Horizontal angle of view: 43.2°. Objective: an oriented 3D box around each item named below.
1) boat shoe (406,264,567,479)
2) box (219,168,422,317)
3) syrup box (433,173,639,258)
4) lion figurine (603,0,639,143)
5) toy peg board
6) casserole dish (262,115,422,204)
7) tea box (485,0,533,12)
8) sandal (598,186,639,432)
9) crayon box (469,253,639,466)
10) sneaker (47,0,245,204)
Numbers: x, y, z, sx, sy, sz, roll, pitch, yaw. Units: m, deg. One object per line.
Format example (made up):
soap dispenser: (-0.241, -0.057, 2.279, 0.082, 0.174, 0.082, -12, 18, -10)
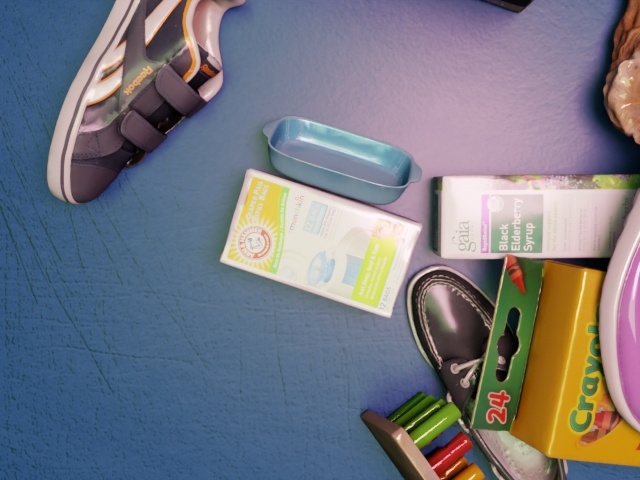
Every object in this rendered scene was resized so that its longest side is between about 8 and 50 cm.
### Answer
boat shoe: (0.199, 0.166, 0.940, 0.114, 0.091, 0.302, -33, 92, 4)
box: (0.000, 0.000, 0.930, 0.203, 0.103, 0.114, 19, 94, 1)
syrup box: (0.249, -0.029, 0.922, 0.237, 0.096, 0.093, 0, 94, 1)
lion figurine: (0.392, -0.314, 0.893, 0.240, 0.142, 0.392, -17, 79, 11)
toy peg board: (0.137, 0.251, 0.922, 0.079, 0.161, 0.160, -36, 92, -10)
casserole dish: (0.022, -0.090, 0.926, 0.188, 0.114, 0.037, 17, 122, 1)
tea box: (0.110, -0.402, 0.787, 0.329, 0.323, 0.220, 19, 95, 0)
sandal: (0.380, 0.004, 0.782, 0.169, 0.102, 0.416, 9, 96, -17)
crayon box: (0.336, 0.139, 0.884, 0.319, 0.081, 0.202, 9, 93, -18)
sneaker: (-0.194, -0.174, 0.915, 0.127, 0.126, 0.321, 25, 93, 6)
